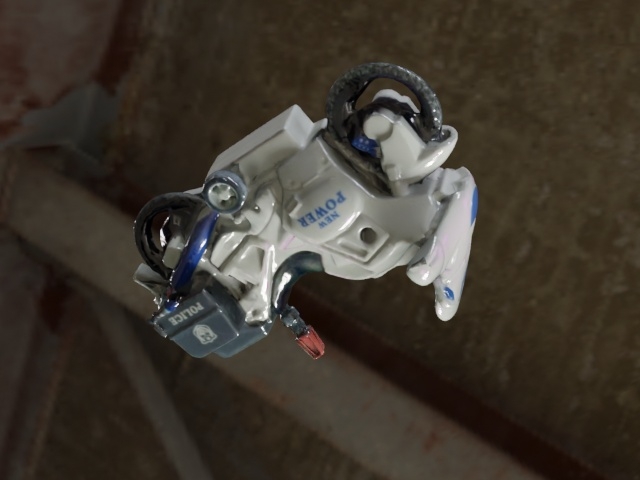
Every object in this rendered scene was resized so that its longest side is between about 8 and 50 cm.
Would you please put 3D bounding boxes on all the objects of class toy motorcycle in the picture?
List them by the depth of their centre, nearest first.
[{"bbox_3d":[0.000,0.000,0.901,0.221,0.102,0.150,-30,-68,30],"label":"toy motorcycle"}]
